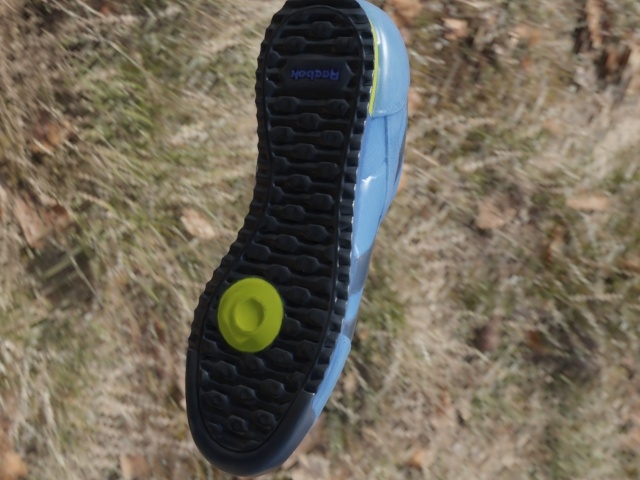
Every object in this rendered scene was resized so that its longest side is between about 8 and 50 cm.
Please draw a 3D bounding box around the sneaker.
[{"bbox_3d":[0.000,0.000,0.665,0.082,0.069,0.209,22,80,-65],"label":"sneaker"}]
